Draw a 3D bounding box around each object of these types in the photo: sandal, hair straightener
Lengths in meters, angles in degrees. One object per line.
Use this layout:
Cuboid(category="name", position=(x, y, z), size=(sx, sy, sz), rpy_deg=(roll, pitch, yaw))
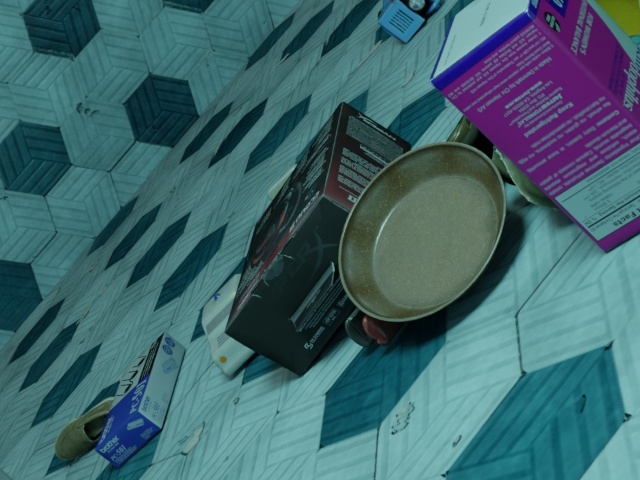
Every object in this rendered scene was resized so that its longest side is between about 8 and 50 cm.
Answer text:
Cuboid(category="sandal", position=(0.179, -0.111, 1.423), size=(0.090, 0.060, 0.219), rpy_deg=(-61, -7, 13))
Cuboid(category="hair straightener", position=(0.096, 0.020, 1.383), size=(0.230, 0.047, 0.089), rpy_deg=(-56, 18, -24))

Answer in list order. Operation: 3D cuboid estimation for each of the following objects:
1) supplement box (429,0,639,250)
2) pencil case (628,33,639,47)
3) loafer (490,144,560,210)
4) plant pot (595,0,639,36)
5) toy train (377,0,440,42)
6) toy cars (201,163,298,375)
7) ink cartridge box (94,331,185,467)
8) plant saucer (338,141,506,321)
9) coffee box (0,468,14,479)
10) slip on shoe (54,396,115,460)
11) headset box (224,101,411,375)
Cuboid(category="supplement box", position=(0.213, -0.115, 1.080), size=(0.114, 0.220, 0.111), rpy_deg=(-34, 22, 36))
Cuboid(category="pencil case", position=(0.301, -0.168, 1.251), size=(0.070, 0.065, 0.151), rpy_deg=(-23, 9, -16))
Cuboid(category="loafer", position=(0.220, -0.087, 1.275), size=(0.251, 0.094, 0.087), rpy_deg=(-85, 6, -62))
Cuboid(category="plant pot", position=(0.332, -0.268, 1.330), size=(0.095, 0.134, 0.134), rpy_deg=(-23, 11, -13))
Cuboid(category="toy train", position=(0.150, -0.413, 2.198), size=(0.105, 0.080, 0.184), rpy_deg=(-48, 15, 22))
Cuboid(category="toy cars", position=(-0.072, 0.016, 1.759), size=(0.176, 0.087, 0.394), rpy_deg=(-26, 27, 54))
Cuboid(category="ink cartridge box", position=(-0.254, 0.223, 1.828), size=(0.097, 0.046, 0.207), rpy_deg=(-43, 17, 21))
Cuboid(category="plant saucer", position=(0.107, -0.004, 1.291), size=(0.198, 0.036, 0.199), rpy_deg=(-21, 53, 31))
Cuboid(category="coffee box", position=(-0.450, 0.446, 1.572), size=(0.297, 0.168, 0.119), rpy_deg=(-47, 3, 4))
Cuboid(category="slip on shoe", position=(-0.349, 0.288, 1.926), size=(0.135, 0.051, 0.041), rpy_deg=(-36, 16, 13))
Cuboid(category="headset box", position=(0.000, 0.000, 1.504), size=(0.218, 0.110, 0.293), rpy_deg=(-54, 12, 26))
